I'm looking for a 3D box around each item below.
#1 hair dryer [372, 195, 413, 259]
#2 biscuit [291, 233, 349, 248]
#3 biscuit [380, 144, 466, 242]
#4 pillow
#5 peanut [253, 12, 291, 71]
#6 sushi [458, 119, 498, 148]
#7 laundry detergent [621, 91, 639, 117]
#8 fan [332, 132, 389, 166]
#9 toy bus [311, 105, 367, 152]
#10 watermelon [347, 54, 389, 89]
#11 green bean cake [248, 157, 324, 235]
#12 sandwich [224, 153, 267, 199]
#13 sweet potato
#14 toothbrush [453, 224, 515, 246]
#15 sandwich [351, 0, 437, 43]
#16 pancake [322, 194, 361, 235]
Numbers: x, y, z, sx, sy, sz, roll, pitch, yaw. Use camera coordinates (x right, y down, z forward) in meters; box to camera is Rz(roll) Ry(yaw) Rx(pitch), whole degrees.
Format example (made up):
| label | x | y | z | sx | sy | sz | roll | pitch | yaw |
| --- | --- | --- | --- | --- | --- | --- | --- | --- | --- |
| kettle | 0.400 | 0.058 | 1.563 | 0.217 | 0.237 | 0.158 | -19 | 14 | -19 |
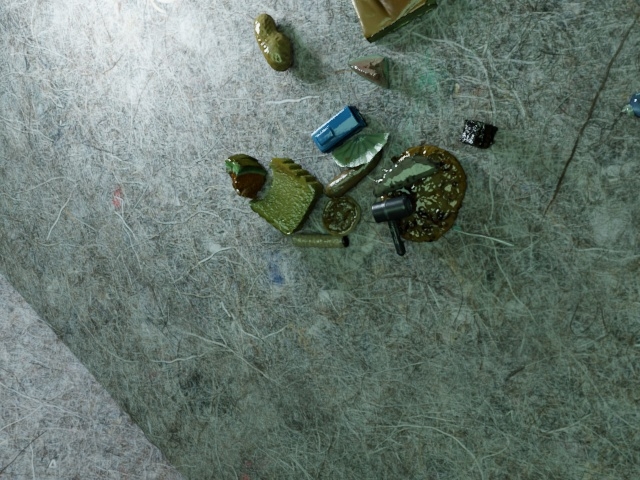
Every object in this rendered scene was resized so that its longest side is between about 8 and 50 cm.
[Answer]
| label | x | y | z | sx | sy | sz | roll | pitch | yaw |
| --- | --- | --- | --- | --- | --- | --- | --- | --- | --- |
| hair dryer | 0.261 | -0.036 | 1.602 | 0.124 | 0.071 | 0.219 | -9 | 103 | 29 |
| biscuit | 0.000 | 0.000 | 1.811 | 0.219 | 0.061 | 0.055 | 0 | 56 | 23 |
| biscuit | 0.336 | -0.155 | 1.618 | 0.289 | 0.081 | 0.334 | 12 | 104 | 21 |
| pillow | 0.270 | -0.224 | 1.567 | 0.241 | 0.051 | 0.093 | -23 | 92 | 26 |
| peanut | -0.171 | -0.717 | 1.723 | 0.108 | 0.095 | 0.226 | -29 | 84 | 11 |
| sushi | 0.496 | -0.337 | 1.508 | 0.094 | 0.098 | 0.084 | 24 | 107 | 38 |
| laundry detergent | 0.941 | -0.394 | 1.302 | 0.206 | 0.061 | 0.096 | -24 | 93 | 27 |
| fan | 0.137 | -0.321 | 1.673 | 0.240 | 0.009 | 0.131 | -14 | 64 | 34 |
| toy bus | 0.059 | -0.388 | 1.679 | 0.185 | 0.106 | 0.090 | -33 | 89 | 26 |
| watermelon | 0.168 | -0.587 | 1.613 | 0.155 | 0.080 | 0.101 | 25 | 101 | 34 |
| green bean cake | -0.127 | -0.170 | 1.798 | 0.233 | 0.124 | 0.236 | 37 | 113 | 12 |
| sandwich | -0.300 | -0.245 | 1.830 | 0.109 | 0.185 | 0.160 | 30 | 108 | 24 |
| sweet potato | 0.125 | -0.239 | 1.700 | 0.273 | 0.075 | 0.075 | -37 | 84 | 22 |
| toothbrush | 0.544 | -0.012 | 1.587 | 0.204 | 0.017 | 0.022 | 19 | 127 | 20 |
| sandwich | 0.223 | -0.799 | 1.543 | 0.245 | 0.063 | 0.212 | -21 | 90 | 25 |
| pancake | 0.074 | -0.094 | 1.763 | 0.158 | 0.028 | 0.158 | -2 | 84 | 22 |
